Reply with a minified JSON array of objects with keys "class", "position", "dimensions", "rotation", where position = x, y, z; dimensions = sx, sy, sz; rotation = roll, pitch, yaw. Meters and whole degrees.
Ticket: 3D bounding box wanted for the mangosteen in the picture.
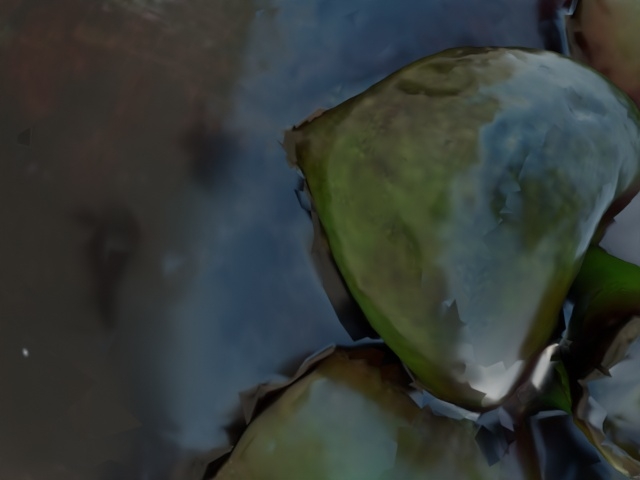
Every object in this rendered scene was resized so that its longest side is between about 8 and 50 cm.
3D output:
[{"class":"mangosteen","position":[-0.010,-0.005,0.544],"dimensions":[0.300,0.300,0.300],"rotation":[17,90,-87]}]
